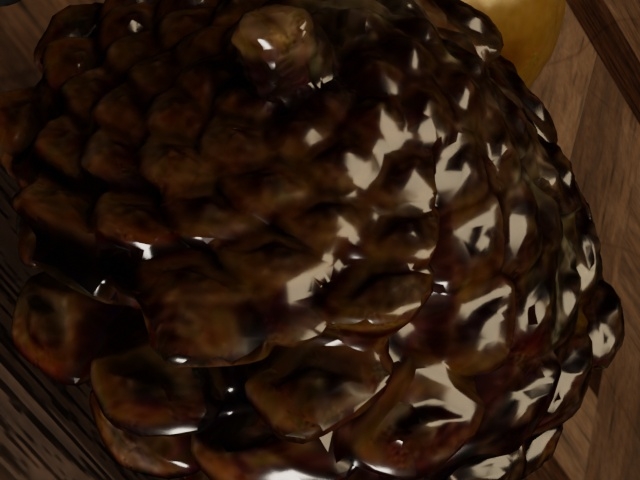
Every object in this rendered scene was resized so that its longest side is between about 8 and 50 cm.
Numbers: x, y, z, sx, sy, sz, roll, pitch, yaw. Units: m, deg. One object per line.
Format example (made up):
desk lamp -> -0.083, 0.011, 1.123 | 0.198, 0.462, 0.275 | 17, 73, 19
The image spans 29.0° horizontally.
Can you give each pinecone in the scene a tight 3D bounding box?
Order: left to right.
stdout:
pinecone -> -0.004, 0.003, 0.581 | 0.296, 0.242, 0.298 | 50, 34, -40

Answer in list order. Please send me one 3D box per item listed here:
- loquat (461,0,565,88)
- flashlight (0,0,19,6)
loquat -> 0.054, -0.155, 0.801 | 0.208, 0.208, 0.208 | 32, 47, -42
flashlight -> -0.173, -0.308, 0.657 | 0.103, 0.103, 0.424 | 30, 47, -43
